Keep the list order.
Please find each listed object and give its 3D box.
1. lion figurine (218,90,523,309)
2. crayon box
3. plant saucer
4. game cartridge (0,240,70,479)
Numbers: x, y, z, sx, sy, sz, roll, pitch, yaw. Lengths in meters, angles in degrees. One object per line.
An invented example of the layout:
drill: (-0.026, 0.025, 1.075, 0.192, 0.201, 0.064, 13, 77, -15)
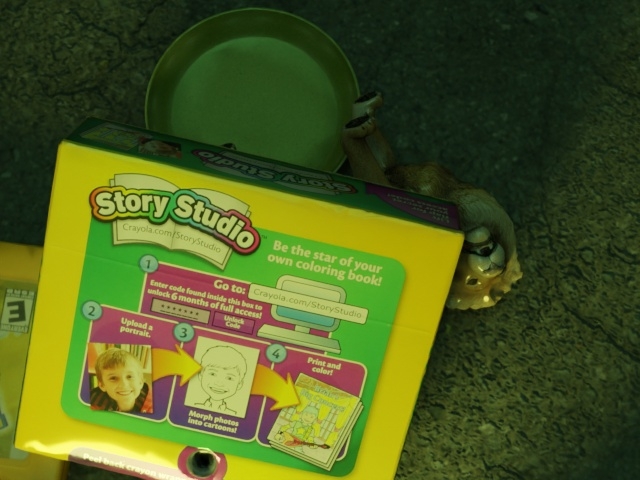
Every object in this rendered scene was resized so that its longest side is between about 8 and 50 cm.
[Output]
lion figurine: (0.000, 0.000, 1.152, 0.392, 0.142, 0.240, -16, 113, 11)
crayon box: (-0.081, 0.080, 1.038, 0.363, 0.106, 0.313, 13, 108, -1)
plant saucer: (-0.075, -0.145, 1.236, 0.241, 0.037, 0.241, 0, 76, 0)
game cartridge: (-0.394, 0.153, 1.156, 0.285, 0.052, 0.323, 7, 75, 2)
